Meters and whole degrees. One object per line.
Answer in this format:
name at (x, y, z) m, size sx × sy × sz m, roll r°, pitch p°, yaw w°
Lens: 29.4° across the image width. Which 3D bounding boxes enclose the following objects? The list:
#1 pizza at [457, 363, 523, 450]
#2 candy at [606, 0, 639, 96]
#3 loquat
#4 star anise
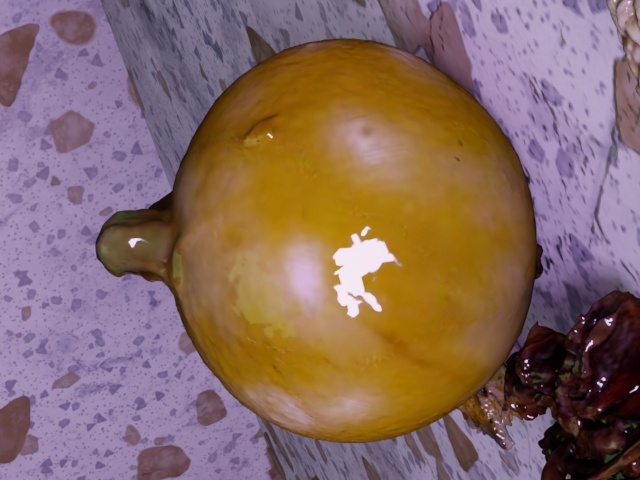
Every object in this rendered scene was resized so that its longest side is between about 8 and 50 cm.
pizza at (0.115, 0.054, 1.217) m, size 0.287 × 0.074 × 0.251 m, roll 38°, pitch 151°, yaw 60°
candy at (0.188, -0.113, 0.583) m, size 0.085 × 0.095 × 0.110 m, roll -149°, pitch 40°, yaw -73°
loquat at (0.000, 0.000, 0.986) m, size 0.328 × 0.359 × 0.328 m, roll -178°, pitch 90°, yaw -76°
star anise at (0.211, 0.139, 0.909) m, size 0.190 × 0.126 × 0.220 m, roll 54°, pitch 167°, yaw 49°
